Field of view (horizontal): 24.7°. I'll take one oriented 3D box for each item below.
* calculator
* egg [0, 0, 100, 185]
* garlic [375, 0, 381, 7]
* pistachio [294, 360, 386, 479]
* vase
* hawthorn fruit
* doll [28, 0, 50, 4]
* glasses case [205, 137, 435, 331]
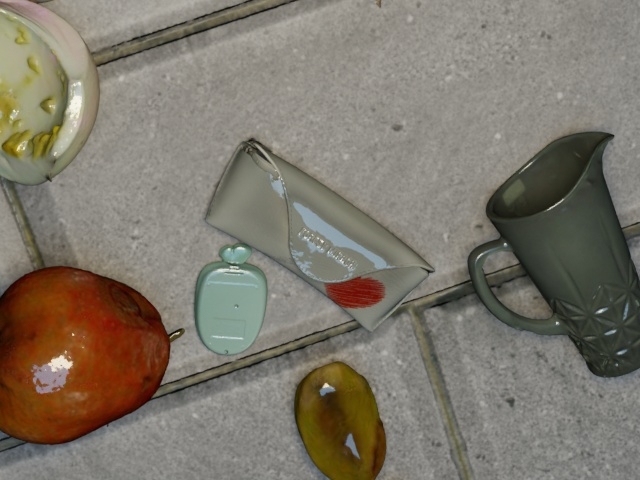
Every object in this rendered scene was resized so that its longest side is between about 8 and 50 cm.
[{"bbox_3d":[-0.118,0.078,1.923,0.095,0.021,0.153,5,106,-8],"label":"calculator"},{"bbox_3d":[-0.363,-0.200,1.756,0.271,0.206,0.162,46,61,5],"label":"egg"},{"bbox_3d":[0.030,-0.353,1.747,0.256,0.207,0.207,-38,105,11],"label":"garlic"},{"bbox_3d":[0.023,0.242,1.944,0.110,0.100,0.189,-13,115,20],"label":"pistachio"},{"bbox_3d":[0.330,0.040,1.906,0.251,0.156,0.301,-31,111,-1],"label":"vase"},{"bbox_3d":[-0.294,0.140,1.827,0.261,0.224,0.224,1,104,-20],"label":"hawthorn fruit"},{"bbox_3d":[-0.385,-0.353,1.762,0.245,0.076,0.142,23,102,-7],"label":"doll"},{"bbox_3d":[-0.001,0.002,1.885,0.308,0.083,0.128,34,97,-13],"label":"glasses case"}]
